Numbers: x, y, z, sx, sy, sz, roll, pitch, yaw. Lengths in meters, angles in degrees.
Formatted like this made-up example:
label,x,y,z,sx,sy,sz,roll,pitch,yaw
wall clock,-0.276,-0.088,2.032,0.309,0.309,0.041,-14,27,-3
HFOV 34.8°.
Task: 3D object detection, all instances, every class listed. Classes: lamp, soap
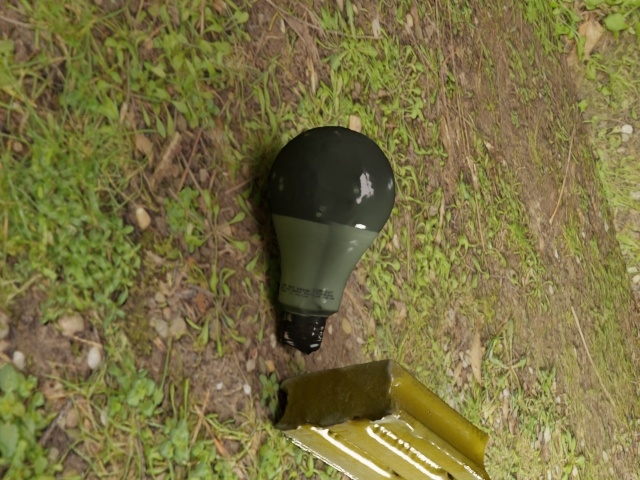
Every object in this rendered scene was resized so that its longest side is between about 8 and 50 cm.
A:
label,x,y,z,sx,sy,sz,roll,pitch,yaw
lamp,-0.014,-0.012,1.436,0.182,0.182,0.314,34,81,-48
soap,0.100,0.280,1.478,0.315,0.199,0.091,39,48,-44
